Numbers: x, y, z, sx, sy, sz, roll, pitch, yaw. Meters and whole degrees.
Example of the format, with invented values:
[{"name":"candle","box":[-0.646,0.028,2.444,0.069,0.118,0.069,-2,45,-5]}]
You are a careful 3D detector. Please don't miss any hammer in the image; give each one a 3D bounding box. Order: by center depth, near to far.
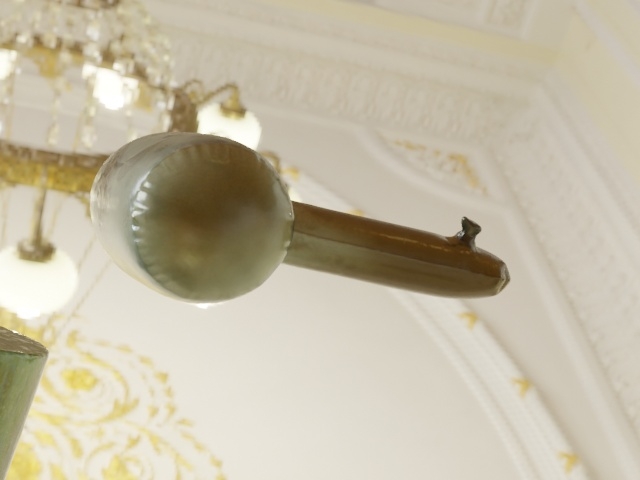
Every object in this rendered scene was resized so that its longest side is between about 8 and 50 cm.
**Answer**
[{"name":"hammer","box":[0.000,0.000,0.861,0.306,0.113,0.202,11,-176,-20]}]

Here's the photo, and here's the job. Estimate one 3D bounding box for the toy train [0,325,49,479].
[{"name":"toy train","box":[-0.289,0.161,0.777,0.126,0.307,0.189,20,-178,34]}]
